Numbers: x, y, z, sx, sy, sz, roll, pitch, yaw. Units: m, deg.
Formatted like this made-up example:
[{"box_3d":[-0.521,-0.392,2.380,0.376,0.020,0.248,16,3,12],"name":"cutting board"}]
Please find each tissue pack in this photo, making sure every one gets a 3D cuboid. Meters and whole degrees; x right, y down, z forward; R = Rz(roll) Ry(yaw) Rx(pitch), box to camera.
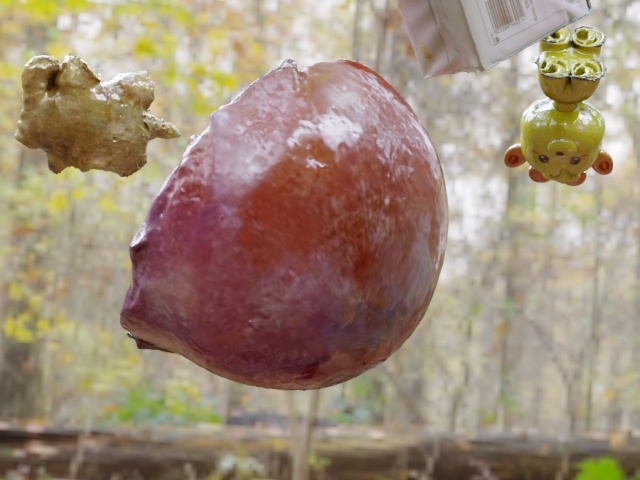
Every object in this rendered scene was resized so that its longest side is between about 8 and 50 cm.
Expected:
[{"box_3d":[0.170,-0.315,1.788,0.185,0.225,0.124,-30,18,-29],"name":"tissue pack"}]

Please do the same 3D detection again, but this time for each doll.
[{"box_3d":[0.309,-0.156,2.119,0.143,0.135,0.221,2,-47,6],"name":"doll"}]

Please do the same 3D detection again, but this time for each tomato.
[{"box_3d":[0.000,0.002,1.434,0.176,0.290,0.335,34,25,33],"name":"tomato"}]

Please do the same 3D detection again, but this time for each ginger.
[{"box_3d":[-0.287,-0.156,2.139,0.216,0.157,0.102,10,6,-16],"name":"ginger"}]
